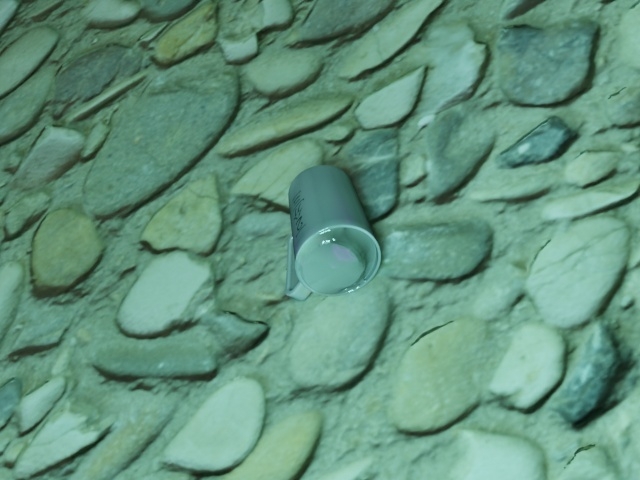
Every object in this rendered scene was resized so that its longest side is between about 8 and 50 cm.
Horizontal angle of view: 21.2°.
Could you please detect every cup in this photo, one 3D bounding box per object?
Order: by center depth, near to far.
[{"bbox_3d":[0.000,0.000,1.514,0.104,0.074,0.116,-55,27,25],"label":"cup"}]
